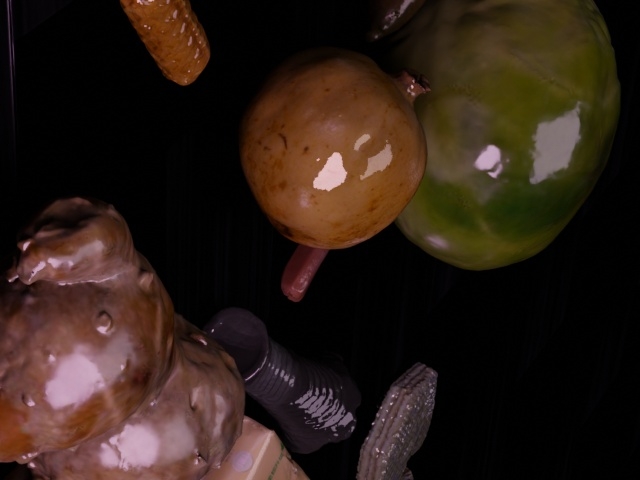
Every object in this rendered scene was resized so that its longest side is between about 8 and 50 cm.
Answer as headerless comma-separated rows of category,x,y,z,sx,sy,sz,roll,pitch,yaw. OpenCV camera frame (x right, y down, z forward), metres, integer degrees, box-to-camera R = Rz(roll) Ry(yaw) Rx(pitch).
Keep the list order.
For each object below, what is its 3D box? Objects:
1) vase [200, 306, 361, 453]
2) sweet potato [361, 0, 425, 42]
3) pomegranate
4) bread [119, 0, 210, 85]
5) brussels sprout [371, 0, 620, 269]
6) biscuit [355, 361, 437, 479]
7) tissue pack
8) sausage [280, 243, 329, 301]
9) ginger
vase,-0.047,0.137,1.860,0.115,0.115,0.237,-66,154,-8
sweet potato,0.131,-0.337,1.892,0.346,0.079,0.108,-53,-178,-38
pomegranate,0.019,-0.093,1.698,0.196,0.196,0.196,-50,151,-40
bread,-0.123,-0.175,1.462,0.157,0.044,0.052,64,45,-63
brussels sprout,0.172,-0.137,1.939,0.344,0.268,0.344,11,90,-89
biscuit,0.089,0.289,2.381,0.147,0.046,0.250,-34,139,-55
tissue pack,-0.103,0.300,1.874,0.222,0.090,0.186,-61,155,-20
sausage,0.000,0.000,1.926,0.147,0.035,0.030,-59,153,-29
ginger,-0.177,0.114,1.432,0.256,0.176,0.375,-41,148,-23
